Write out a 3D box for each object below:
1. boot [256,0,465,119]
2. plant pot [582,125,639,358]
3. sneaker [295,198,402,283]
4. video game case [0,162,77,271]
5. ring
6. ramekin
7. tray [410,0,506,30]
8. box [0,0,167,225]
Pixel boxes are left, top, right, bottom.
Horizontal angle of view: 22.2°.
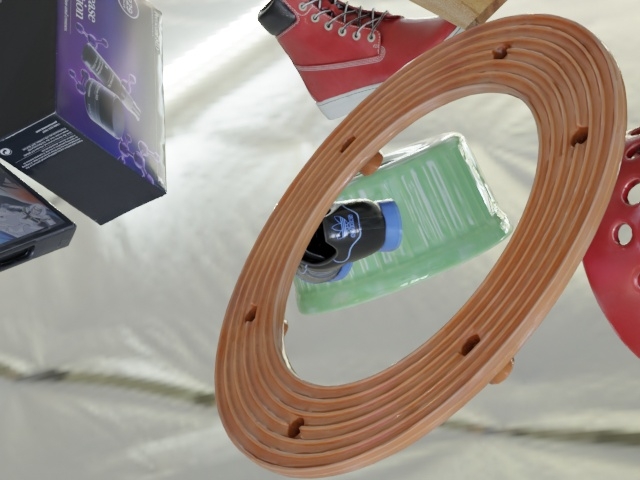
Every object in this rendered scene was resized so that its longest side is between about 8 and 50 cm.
[{"bbox_3d":[0.038,-0.236,1.747,0.244,0.176,0.088,-16,-153,48],"label":"boot"},{"bbox_3d":[0.307,-0.011,1.193,0.174,0.191,0.191,-22,-170,43],"label":"plant pot"},{"bbox_3d":[0.000,0.000,1.770,0.090,0.081,0.232,-4,169,-25],"label":"sneaker"},{"bbox_3d":[-0.418,-0.055,1.610,0.275,0.035,0.248,37,-151,17],"label":"video game case"},{"bbox_3d":[0.058,0.001,1.009,0.336,0.032,0.336,-37,-150,26],"label":"ring"},{"bbox_3d":[0.086,-0.028,2.124,0.303,0.148,0.303,-22,-175,2],"label":"ramekin"},{"bbox_3d":[0.018,-0.372,1.428,0.203,0.076,0.411,20,-146,-43],"label":"tray"},{"bbox_3d":[-0.260,-0.177,1.756,0.103,0.184,0.261,-22,-127,23],"label":"box"}]
